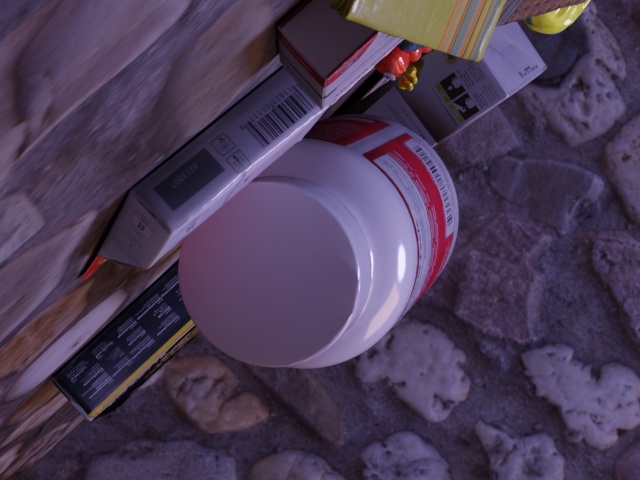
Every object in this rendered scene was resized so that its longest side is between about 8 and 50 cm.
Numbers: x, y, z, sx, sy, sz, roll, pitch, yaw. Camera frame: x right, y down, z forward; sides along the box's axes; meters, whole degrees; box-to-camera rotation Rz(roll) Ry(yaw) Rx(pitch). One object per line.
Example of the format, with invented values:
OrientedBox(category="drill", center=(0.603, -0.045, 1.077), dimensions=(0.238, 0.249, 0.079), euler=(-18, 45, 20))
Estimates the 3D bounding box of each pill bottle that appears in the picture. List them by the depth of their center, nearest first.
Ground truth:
OrientedBox(category="pill bottle", center=(0.000, 0.000, 1.752), dimensions=(0.229, 0.229, 0.407), euler=(-43, 177, 16))

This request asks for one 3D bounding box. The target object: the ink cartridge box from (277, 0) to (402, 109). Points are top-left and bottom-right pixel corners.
OrientedBox(category="ink cartridge box", center=(0.020, -0.159, 1.289), dimensions=(0.099, 0.056, 0.135), euler=(-43, 177, -4))

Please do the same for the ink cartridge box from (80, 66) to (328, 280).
OrientedBox(category="ink cartridge box", center=(-0.103, -0.039, 1.480), dimensions=(0.189, 0.066, 0.232), euler=(-42, 173, -27))

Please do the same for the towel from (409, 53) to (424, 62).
OrientedBox(category="towel", center=(0.134, -0.253, 2.024), dimensions=(0.113, 0.023, 0.152), euler=(-46, 174, 32))

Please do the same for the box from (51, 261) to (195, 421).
OrientedBox(category="box", center=(-0.188, 0.094, 2.222), dimensions=(0.322, 0.079, 0.257), euler=(-43, 180, -2))

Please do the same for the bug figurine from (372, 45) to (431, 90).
OrientedBox(category="bug figurine", center=(0.124, -0.231, 1.540), dimensions=(0.216, 0.072, 0.279), euler=(-43, 177, -4))

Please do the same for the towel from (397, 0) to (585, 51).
OrientedBox(category="towel", center=(0.229, -0.302, 1.350), dimensions=(0.271, 0.040, 0.370), euler=(-20, 156, -45))

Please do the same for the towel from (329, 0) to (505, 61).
OrientedBox(category="towel", center=(0.081, -0.187, 1.205), dimensions=(0.237, 0.021, 0.102), euler=(3, 110, -64))

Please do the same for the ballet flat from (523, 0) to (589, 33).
OrientedBox(category="ballet flat", center=(0.256, -0.294, 1.593), dimensions=(0.231, 0.077, 0.077), euler=(-55, 148, -6))

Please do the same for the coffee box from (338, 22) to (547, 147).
OrientedBox(category="coffee box", center=(0.132, -0.167, 2.075), dimensions=(0.246, 0.098, 0.141), euler=(-34, -179, 32))
